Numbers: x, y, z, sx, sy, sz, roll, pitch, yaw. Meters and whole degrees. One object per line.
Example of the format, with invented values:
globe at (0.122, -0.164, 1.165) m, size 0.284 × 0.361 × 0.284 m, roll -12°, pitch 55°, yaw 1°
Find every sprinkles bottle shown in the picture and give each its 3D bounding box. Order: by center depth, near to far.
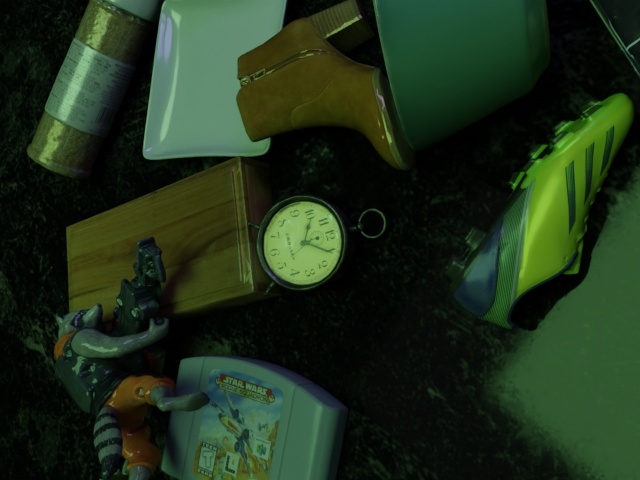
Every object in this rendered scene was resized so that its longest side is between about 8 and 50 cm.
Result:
sprinkles bottle at (-0.396, -0.289, 1.330) m, size 0.121 × 0.121 × 0.355 m, roll 34°, pitch 103°, yaw 35°

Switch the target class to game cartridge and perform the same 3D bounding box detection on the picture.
game cartridge at (-0.103, 0.269, 1.067) m, size 0.297 × 0.062 × 0.198 m, roll 8°, pitch 92°, yaw 37°

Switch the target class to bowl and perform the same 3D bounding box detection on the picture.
bowl at (0.158, -0.265, 0.838) m, size 0.163 × 0.311 × 0.312 m, roll -9°, pitch 76°, yaw 14°

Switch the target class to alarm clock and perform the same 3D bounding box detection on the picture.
alarm clock at (0.000, 0.000, 1.022) m, size 0.192 × 0.064 × 0.129 m, roll -17°, pitch 79°, yaw 20°

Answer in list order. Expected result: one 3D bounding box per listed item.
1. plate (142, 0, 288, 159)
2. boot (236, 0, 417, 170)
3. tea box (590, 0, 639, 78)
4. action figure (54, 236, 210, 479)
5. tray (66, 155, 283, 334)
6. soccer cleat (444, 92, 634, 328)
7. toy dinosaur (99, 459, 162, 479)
plate at (-0.161, -0.263, 1.201) m, size 0.277 × 0.045 × 0.278 m, roll 3°, pitch 84°, yaw 36°
boot at (-0.003, -0.174, 1.016) m, size 0.211 × 0.104 × 0.295 m, roll -27°, pitch 60°, yaw 19°
tea box at (0.417, -0.266, 0.664) m, size 0.329 × 0.220 × 0.324 m, roll -33°, pitch 65°, yaw 28°
action figure at (-0.288, 0.177, 1.072) m, size 0.330 × 0.178 × 0.341 m, roll 35°, pitch 127°, yaw 43°
tray at (-0.249, 0.027, 1.202) m, size 0.410 × 0.076 × 0.203 m, roll -17°, pitch 73°, yaw 33°
soccer cleat at (0.259, -0.029, 0.843) m, size 0.121 × 0.093 × 0.289 m, roll 37°, pitch 102°, yaw 3°
toy dinosaur at (-0.240, 0.413, 1.104) m, size 0.313 × 0.121 × 0.160 m, roll -7°, pitch 92°, yaw 40°
